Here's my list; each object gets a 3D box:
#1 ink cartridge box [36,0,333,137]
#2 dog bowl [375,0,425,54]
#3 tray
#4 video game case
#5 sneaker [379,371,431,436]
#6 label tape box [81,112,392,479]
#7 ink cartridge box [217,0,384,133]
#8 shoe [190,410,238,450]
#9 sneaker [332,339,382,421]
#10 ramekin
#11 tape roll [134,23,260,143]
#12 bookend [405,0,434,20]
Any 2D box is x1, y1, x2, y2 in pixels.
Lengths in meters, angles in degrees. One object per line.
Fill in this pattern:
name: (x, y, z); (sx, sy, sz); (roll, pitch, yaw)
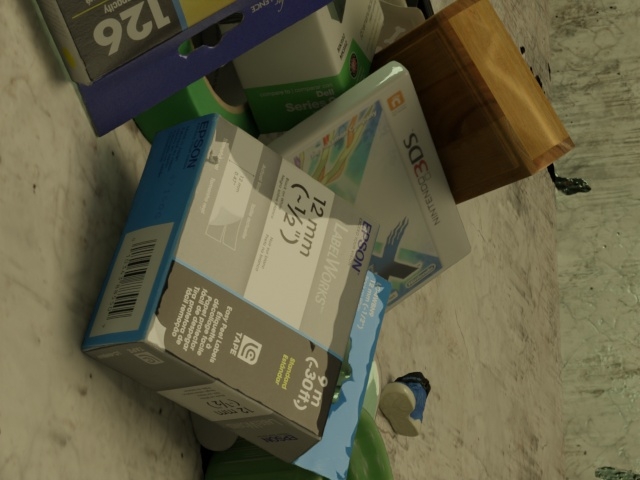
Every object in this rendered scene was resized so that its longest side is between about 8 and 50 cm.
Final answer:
ink cartridge box: (-0.126, -0.282, 1.575); (0.072, 0.304, 0.307); (36, -27, 51)
dog bowl: (0.035, -0.370, 2.156); (0.349, 0.102, 0.348); (-24, 90, -89)
tray: (0.123, -0.138, 1.971); (0.076, 0.411, 0.202); (-33, 94, -24)
video game case: (0.000, 0.000, 1.855); (0.036, 0.329, 0.300); (44, -15, 44)
sneaker: (0.127, 0.226, 2.491); (0.152, 0.058, 0.084); (65, 32, -55)
label tape box: (-0.042, 0.067, 1.671); (0.348, 0.115, 0.249); (32, 61, -31)
ink cartridge box: (-0.036, -0.295, 1.819); (0.211, 0.122, 0.289); (-75, 153, -46)
shoe: (-0.113, 0.134, 1.805); (0.081, 0.064, 0.178); (-60, 146, -62)
sneaker: (0.014, 0.210, 2.105); (0.151, 0.094, 0.255); (24, 61, -68)
ramekin: (-0.022, 0.337, 1.872); (0.303, 0.148, 0.303); (-6, 90, -72)
tape roll: (-0.139, -0.252, 1.816); (0.321, 0.077, 0.321); (-6, 90, -71)
bookend: (0.139, -0.314, 2.676); (0.157, 0.072, 0.156); (-76, 153, -45)
